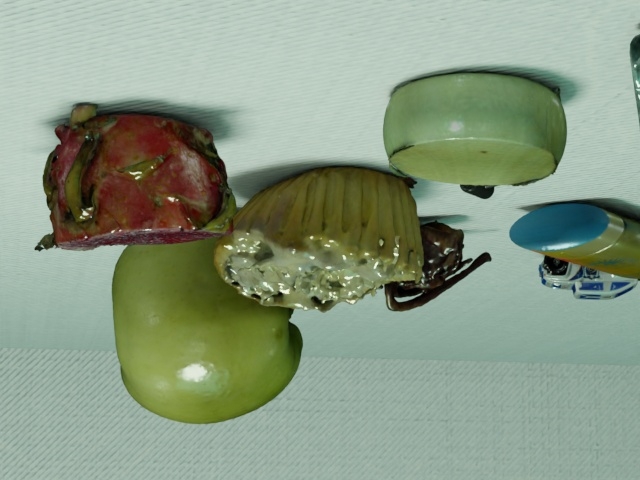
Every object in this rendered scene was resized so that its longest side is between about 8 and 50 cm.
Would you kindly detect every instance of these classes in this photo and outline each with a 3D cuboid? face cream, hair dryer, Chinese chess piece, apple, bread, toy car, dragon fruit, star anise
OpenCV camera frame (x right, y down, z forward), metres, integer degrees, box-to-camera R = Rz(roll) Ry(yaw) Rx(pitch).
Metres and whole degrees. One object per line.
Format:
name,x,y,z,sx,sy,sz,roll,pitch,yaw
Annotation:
face cream,0.393,0.002,2.185,0.139,0.067,0.285,-12,163,37
hair dryer,0.217,-0.072,1.937,0.083,0.026,0.047,-12,164,34
Chinese chess piece,0.158,-0.113,1.614,0.188,0.083,0.188,3,168,1
apple,-0.157,0.111,2.188,0.254,0.292,0.292,-6,168,9
bread,0.000,0.000,1.990,0.274,0.149,0.274,3,163,1
toy car,0.423,0.053,2.430,0.170,0.070,0.080,0,168,5
dragon fruit,-0.213,-0.067,1.733,0.282,0.147,0.211,-5,177,37
star anise,0.105,0.035,2.224,0.220,0.126,0.190,-4,164,32

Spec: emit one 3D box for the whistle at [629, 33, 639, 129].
whistle,0.399,-0.072,1.529,0.168,0.188,0.405,-4,167,22
